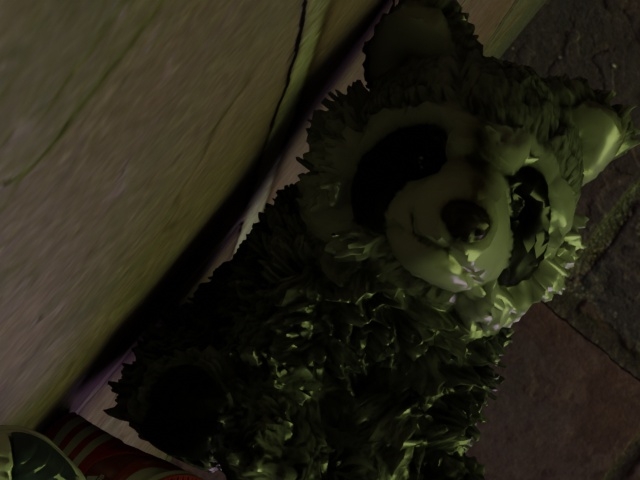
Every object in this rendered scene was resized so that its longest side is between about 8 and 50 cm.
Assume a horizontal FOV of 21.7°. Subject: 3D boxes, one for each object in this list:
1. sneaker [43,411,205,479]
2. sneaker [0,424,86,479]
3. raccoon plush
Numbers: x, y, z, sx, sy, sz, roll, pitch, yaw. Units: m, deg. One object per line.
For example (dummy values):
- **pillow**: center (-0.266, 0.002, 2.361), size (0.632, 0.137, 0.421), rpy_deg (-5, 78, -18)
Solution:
- **sneaker**: center (-0.097, 0.158, 1.008), size (0.087, 0.128, 0.221), rpy_deg (-52, 148, -11)
- **sneaker**: center (-0.149, 0.145, 0.798), size (0.094, 0.153, 0.235), rpy_deg (-21, 131, -10)
- **raccoon plush**: center (0.000, 0.000, 1.051), size (0.446, 0.216, 0.299), rpy_deg (21, -95, 63)
